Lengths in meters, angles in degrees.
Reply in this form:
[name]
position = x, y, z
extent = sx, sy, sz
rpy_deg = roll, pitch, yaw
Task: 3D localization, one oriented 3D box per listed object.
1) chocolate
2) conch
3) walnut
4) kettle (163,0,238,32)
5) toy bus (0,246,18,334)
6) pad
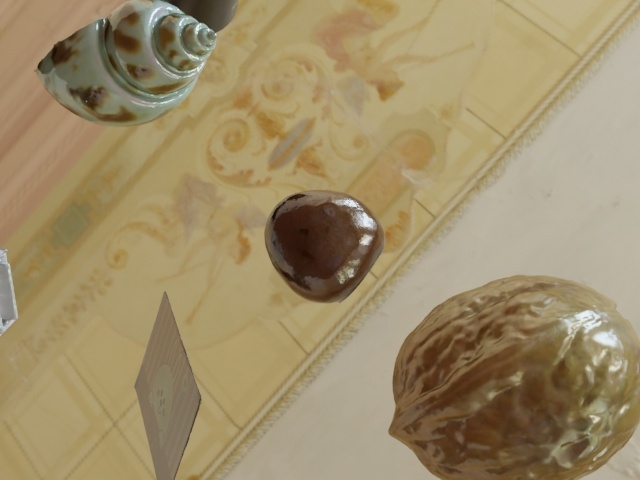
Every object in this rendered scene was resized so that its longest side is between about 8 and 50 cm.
[chocolate]
position = 0.000, 0.000, 1.286
extent = 0.176, 0.177, 0.177
rpy_deg = -6, -107, 22
[conch]
position = -0.330, -0.314, 1.567
extent = 0.368, 0.249, 0.197
rpy_deg = -38, -108, 40
[walnut]
position = 0.090, 0.068, 0.419
extent = 0.124, 0.105, 0.105
rpy_deg = -25, -114, -4
[kettle]
position = -0.204, -0.568, 1.669
extent = 0.262, 0.308, 0.203
rpy_deg = -39, -97, -28
[toy bus]
position = -0.397, 0.108, 0.831
extent = 0.139, 0.302, 0.113
rpy_deg = 10, -59, 11
[pad]
position = -0.244, 0.237, 1.385
extent = 0.202, 0.005, 0.300
rpy_deg = -69, -153, 22
